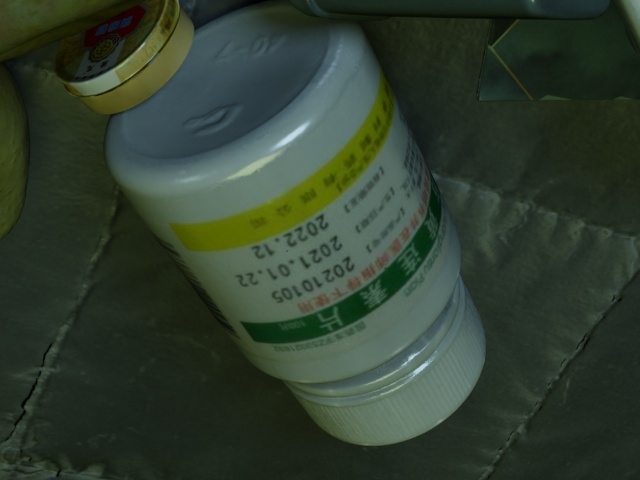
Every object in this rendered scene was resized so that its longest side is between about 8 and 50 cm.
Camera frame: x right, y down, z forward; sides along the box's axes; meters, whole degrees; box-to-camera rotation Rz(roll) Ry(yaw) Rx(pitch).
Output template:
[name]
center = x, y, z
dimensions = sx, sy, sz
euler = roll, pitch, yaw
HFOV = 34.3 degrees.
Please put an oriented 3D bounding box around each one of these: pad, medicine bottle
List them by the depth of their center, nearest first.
[medicine bottle]
center = 0.000, 0.000, 0.829
dimensions = 0.208, 0.208, 0.340
euler = -23, 129, 11
[pad]
center = 0.256, -0.183, 0.845
dimensions = 0.243, 0.004, 0.164
euler = -2, 130, -7

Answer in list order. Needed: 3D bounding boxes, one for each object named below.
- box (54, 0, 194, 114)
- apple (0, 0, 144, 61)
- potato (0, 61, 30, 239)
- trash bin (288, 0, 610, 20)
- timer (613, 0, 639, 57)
[box]
center = -0.143, -0.142, 0.758
dimensions = 0.105, 0.105, 0.037
euler = -28, 134, 15
[apple]
center = -0.188, -0.198, 0.498
dimensions = 0.257, 0.257, 0.234
euler = -26, 100, 13
[potato]
center = -0.288, -0.070, 0.770
dimensions = 0.157, 0.157, 0.194
euler = -14, 132, 4
[trash bin]
center = 0.065, -0.222, 0.636
dimensions = 0.101, 0.236, 0.177
euler = -7, 106, -42
[timer]
center = 0.303, -0.186, 0.650
dimensions = 0.237, 0.087, 0.262
euler = -29, 125, 13
